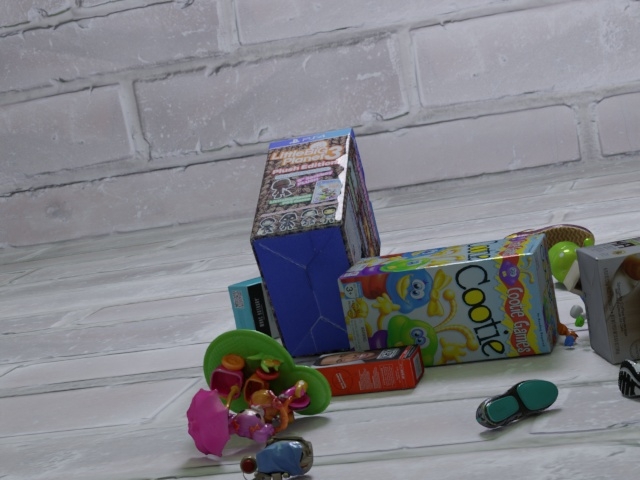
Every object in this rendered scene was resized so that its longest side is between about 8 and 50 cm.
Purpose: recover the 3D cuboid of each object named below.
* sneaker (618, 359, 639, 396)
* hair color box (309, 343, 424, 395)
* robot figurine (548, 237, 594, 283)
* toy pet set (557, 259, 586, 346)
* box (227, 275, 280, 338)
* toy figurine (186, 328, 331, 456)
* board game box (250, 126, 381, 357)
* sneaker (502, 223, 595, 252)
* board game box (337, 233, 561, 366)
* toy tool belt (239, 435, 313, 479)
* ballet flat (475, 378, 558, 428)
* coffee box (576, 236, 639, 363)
[{"bbox_3d":[0.374,0.162,1.471,0.044,0.040,0.109,5,7,-16],"label":"sneaker"},{"bbox_3d":[0.062,0.174,1.737,0.141,0.043,0.072,-9,9,17],"label":"hair color box"},{"bbox_3d":[0.414,0.039,2.169,0.101,0.067,0.115,-20,8,3],"label":"robot figurine"},{"bbox_3d":[0.378,0.081,1.785,0.065,0.122,0.114,21,19,-13],"label":"toy pet set"},{"bbox_3d":[-0.035,0.096,2.224,0.244,0.100,0.060,-15,8,-35],"label":"box"},{"bbox_3d":[-0.091,0.207,1.579,0.173,0.130,0.159,16,28,11],"label":"toy figurine"},{"bbox_3d":[0.000,0.000,2.035,0.141,0.232,0.291,-9,32,11],"label":"board game box"},{"bbox_3d":[0.421,0.000,2.433,0.185,0.069,0.084,-7,14,17],"label":"sneaker"},{"bbox_3d":[0.183,0.088,1.826,0.275,0.144,0.142,-9,8,18],"label":"board game box"},{"bbox_3d":[-0.048,0.238,1.394,0.083,0.052,0.051,-10,-1,3],"label":"toy tool belt"},{"bbox_3d":[0.219,0.186,1.478,0.114,0.041,0.041,-14,9,-34],"label":"ballet flat"},{"bbox_3d":[0.469,0.060,1.671,0.246,0.141,0.098,-11,8,-4],"label":"coffee box"}]
